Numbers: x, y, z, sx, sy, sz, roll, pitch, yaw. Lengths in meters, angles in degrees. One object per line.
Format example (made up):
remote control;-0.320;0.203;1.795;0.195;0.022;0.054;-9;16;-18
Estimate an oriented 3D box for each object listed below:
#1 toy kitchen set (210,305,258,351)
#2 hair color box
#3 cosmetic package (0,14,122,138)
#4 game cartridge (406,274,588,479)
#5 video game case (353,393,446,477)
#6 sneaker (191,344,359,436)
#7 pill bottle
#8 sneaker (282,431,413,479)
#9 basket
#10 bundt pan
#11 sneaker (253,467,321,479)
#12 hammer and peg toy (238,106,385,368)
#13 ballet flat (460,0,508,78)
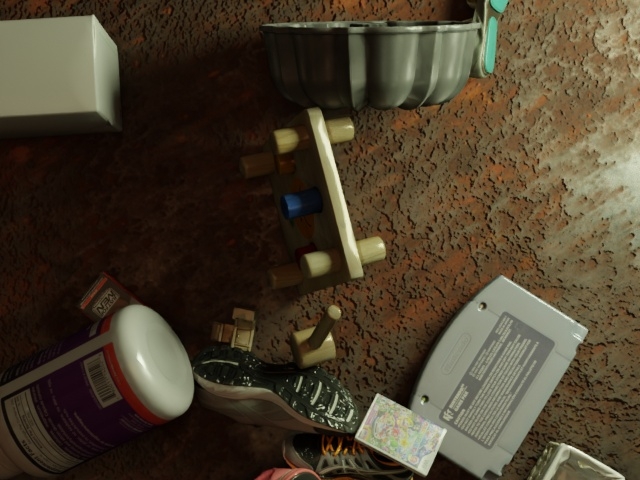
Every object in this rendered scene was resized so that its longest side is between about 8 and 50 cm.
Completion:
toy kitchen set;-0.141;0.145;1.654;0.068;0.075;0.083;10;87;1
hair color box;-0.311;0.120;1.670;0.141;0.043;0.072;38;87;1
cosmetic package;-0.504;-0.239;1.614;0.365;0.197;0.155;-5;86;-2
game cartridge;0.266;0.214;1.664;0.196;0.060;0.294;33;87;-2
video game case;0.123;0.297;1.608;0.122;0.011;0.087;27;55;6
sneaker;-0.070;0.248;1.637;0.271;0.100;0.108;17;131;9
pill bottle;-0.364;0.238;1.576;0.323;0.181;0.181;-27;87;14
sneaker;0.047;0.329;1.629;0.215;0.084;0.083;11;129;-8
basket;0.375;0.406;1.628;0.113;0.103;0.167;29;88;1
bundt pan;0.071;-0.264;1.572;0.330;0.331;0.124;0;104;0
sneaker;-0.119;0.468;1.551;0.314;0.136;0.116;-50;115;-22
hammer and peg toy;0.000;0.000;1.572;0.127;0.266;0.361;-13;86;-19
ballet flat;0.259;-0.366;1.692;0.068;0.072;0.213;10;83;31
